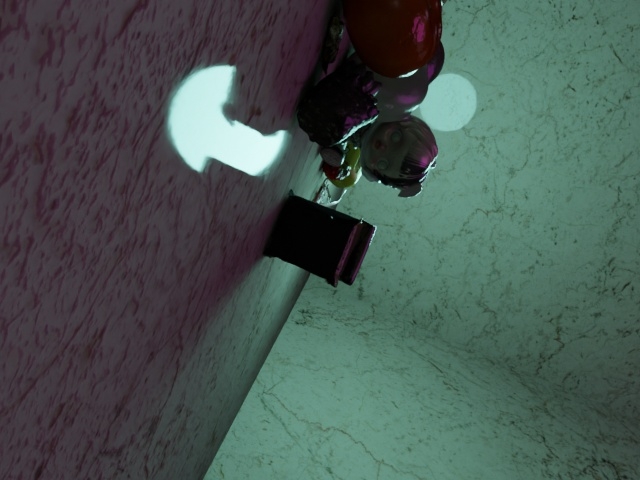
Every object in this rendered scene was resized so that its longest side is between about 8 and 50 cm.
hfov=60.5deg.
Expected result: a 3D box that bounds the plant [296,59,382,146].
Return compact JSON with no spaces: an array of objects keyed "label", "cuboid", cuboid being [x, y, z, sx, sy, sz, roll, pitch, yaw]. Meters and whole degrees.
[{"label":"plant","cuboid":[0.045,-0.286,1.154,0.129,0.132,0.194,-15,-154,47]}]

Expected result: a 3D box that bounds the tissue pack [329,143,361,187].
[{"label":"tissue pack","cuboid":[0.107,-0.296,2.112,0.127,0.123,0.178,-4,-126,48]}]

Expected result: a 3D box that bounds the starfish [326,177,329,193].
[{"label":"starfish","cuboid":[0.026,-0.233,2.307,0.078,0.028,0.091,-73,-179,-59]}]

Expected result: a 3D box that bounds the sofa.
[{"label":"sofa","cuboid":[0.000,0.000,1.501,0.200,0.258,0.182,-68,163,-1]}]

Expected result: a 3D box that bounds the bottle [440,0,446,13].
[{"label":"bottle","cuboid":[0.268,-0.729,1.492,0.173,0.206,0.297,-32,135,-84]}]

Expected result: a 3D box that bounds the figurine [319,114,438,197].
[{"label":"figurine","cuboid":[0.200,-0.318,1.733,0.211,0.361,0.253,-47,163,-52]}]

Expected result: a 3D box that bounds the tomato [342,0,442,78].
[{"label":"tomato","cuboid":[0.139,-0.454,1.070,0.260,0.179,0.260,-3,90,-72]}]

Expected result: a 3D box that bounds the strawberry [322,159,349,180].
[{"label":"strawberry","cuboid":[0.050,-0.261,1.989,0.106,0.106,0.106,23,90,-87]}]

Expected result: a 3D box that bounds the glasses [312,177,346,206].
[{"label":"glasses","cuboid":[0.014,-0.145,2.174,0.162,0.095,0.255,-59,179,28]}]

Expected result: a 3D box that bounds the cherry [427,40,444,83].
[{"label":"cherry","cuboid":[0.246,-0.562,1.691,0.261,0.221,0.307,-47,129,-7]}]

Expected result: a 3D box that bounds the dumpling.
[{"label":"dumpling","cuboid":[0.159,-0.426,1.498,0.270,0.320,0.212,15,-81,63]}]

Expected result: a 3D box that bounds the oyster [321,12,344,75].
[{"label":"oyster","cuboid":[0.024,-0.396,1.105,0.086,0.029,0.132,-73,180,-55]}]
